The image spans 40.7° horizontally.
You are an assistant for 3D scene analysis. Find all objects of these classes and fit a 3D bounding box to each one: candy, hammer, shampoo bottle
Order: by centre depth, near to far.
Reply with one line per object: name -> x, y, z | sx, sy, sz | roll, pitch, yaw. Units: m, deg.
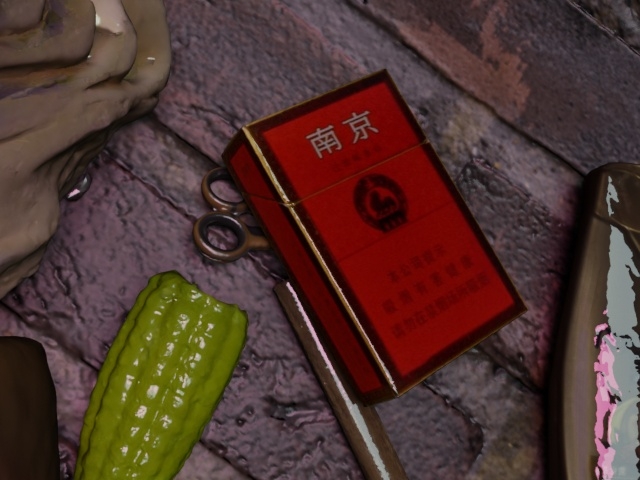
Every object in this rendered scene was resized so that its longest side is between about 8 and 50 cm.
candy -> -0.128, 0.128, 0.650 | 0.097, 0.097, 0.209 | 25, 81, -10
hammer -> 0.051, 0.197, 0.717 | 0.111, 0.043, 0.365 | -25, 86, -16
shampoo bottle -> 0.265, 0.107, 0.764 | 0.126, 0.084, 0.349 | 8, 78, -12

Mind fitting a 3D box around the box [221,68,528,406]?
box -> 0.045, -0.006, 0.707 | 0.153, 0.074, 0.239 | -28, 84, -25

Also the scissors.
scissors -> 0.000, 0.000, 0.738 | 0.220, 0.017, 0.088 | 15, 57, -17

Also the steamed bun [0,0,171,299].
steamed bun -> -0.264, -0.138, 0.577 | 0.347, 0.237, 0.393 | -9, 83, -17

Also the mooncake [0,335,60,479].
mooncake -> -0.294, 0.141, 0.499 | 0.285, 0.284, 0.155 | -3, 84, -16
